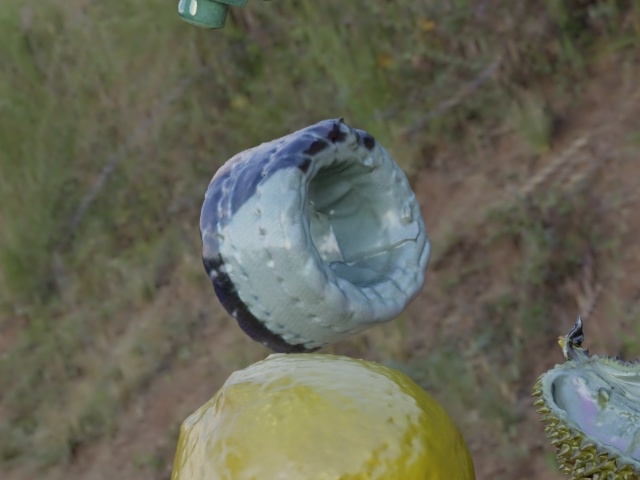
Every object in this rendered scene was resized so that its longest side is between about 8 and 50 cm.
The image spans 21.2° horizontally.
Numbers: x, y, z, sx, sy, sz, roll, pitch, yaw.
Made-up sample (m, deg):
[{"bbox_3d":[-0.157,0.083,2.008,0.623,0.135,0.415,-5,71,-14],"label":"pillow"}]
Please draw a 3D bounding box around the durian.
[{"bbox_3d":[0.291,0.194,1.621,0.193,0.237,0.137,-13,-44,-25],"label":"durian"}]

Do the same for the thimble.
[{"bbox_3d":[0.000,0.000,1.750,0.150,0.237,0.237,-20,1,41],"label":"thimble"}]

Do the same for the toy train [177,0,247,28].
[{"bbox_3d":[-0.075,-0.291,1.285,0.105,0.253,0.157,6,14,-35],"label":"toy train"}]

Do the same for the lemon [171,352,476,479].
[{"bbox_3d":[0.003,0.193,1.248,0.234,0.233,0.288,-19,5,-5],"label":"lemon"}]
